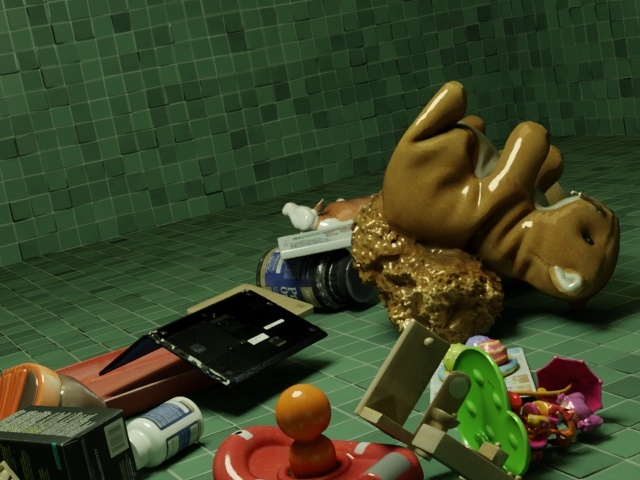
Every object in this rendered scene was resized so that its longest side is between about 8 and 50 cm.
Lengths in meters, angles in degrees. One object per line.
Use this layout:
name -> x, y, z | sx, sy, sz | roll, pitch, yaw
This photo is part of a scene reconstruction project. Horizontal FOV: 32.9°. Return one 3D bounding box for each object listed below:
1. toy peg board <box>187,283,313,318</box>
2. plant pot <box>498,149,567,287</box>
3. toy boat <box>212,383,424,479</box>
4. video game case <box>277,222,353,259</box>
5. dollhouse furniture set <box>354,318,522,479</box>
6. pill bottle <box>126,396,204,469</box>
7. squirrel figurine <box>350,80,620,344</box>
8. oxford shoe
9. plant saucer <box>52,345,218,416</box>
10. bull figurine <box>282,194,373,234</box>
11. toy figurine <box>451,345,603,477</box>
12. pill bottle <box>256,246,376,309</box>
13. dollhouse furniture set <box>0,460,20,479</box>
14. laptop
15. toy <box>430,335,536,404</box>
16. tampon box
toy peg board -> -0.123, 0.153, 1.908 | 0.160, 0.079, 0.161 | 16, 25, 34
plant pot -> 0.283, 0.001, 1.939 | 0.254, 0.237, 0.237 | -33, 19, -23
toy boat -> -0.012, 0.225, 1.150 | 0.231, 0.151, 0.151 | -3, 13, 36
video game case -> 0.000, 0.000, 2.016 | 0.157, 0.019, 0.143 | -11, 11, -3
dollhouse furniture set -> 0.149, 0.179, 1.151 | 0.123, 0.144, 0.151 | -58, 17, -10
pill bottle -> -0.214, 0.256, 1.420 | 0.067, 0.067, 0.120 | -3, 13, 35
squirrel figurine -> 0.259, 0.005, 1.715 | 0.397, 0.370, 0.281 | -50, -15, -3
oxford shoe -> -0.456, 0.261, 1.605 | 0.133, 0.130, 0.364 | 23, -22, -40
plant saucer -> -0.287, 0.219, 1.746 | 0.258, 0.048, 0.259 | -17, 11, -29
bull figurine -> 0.080, -0.044, 2.175 | 0.310, 0.101, 0.188 | -1, 9, -1
toy figurine -> 0.258, 0.189, 1.239 | 0.159, 0.130, 0.173 | -5, 30, -21
pill bottle -> -0.005, 0.070, 2.045 | 0.219, 0.123, 0.123 | -2, 14, 42
dollhouse furniture set -> -0.357, 0.338, 1.060 | 0.184, 0.129, 0.129 | -35, 11, 3
laptop -> -0.169, 0.177, 1.690 | 0.264, 0.136, 0.234 | 27, 31, 29
toy -> 0.215, 0.167, 1.488 | 0.137, 0.056, 0.237 | -8, 11, 7
tampon box -> -0.312, 0.271, 1.291 | 0.161, 0.120, 0.101 | -3, 14, 35
